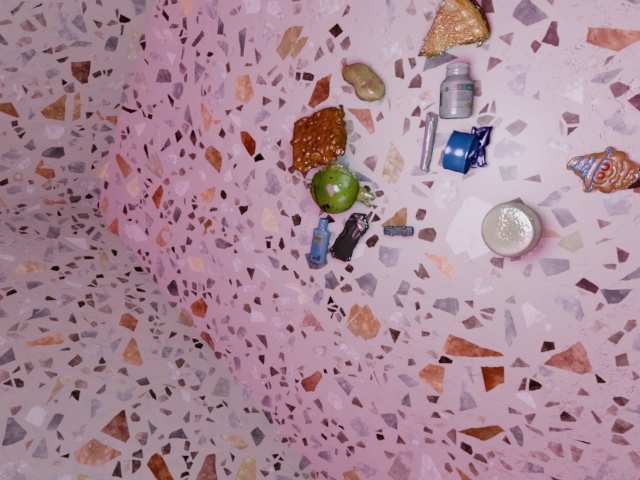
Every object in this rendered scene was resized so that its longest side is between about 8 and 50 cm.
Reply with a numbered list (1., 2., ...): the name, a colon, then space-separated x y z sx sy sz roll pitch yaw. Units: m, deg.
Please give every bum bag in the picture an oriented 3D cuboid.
1. bum bag: 0.160 -0.013 2.129 0.142 0.080 0.326 46 125 23

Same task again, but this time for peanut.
1. peanut: 0.198 -0.746 1.897 0.253 0.122 0.137 54 131 13

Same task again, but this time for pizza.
1. pizza: 0.567 -0.859 1.666 0.251 0.074 0.287 38 119 20

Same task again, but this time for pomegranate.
1. pomegranate: 0.104 -0.245 2.013 0.341 0.260 0.260 18 114 -2

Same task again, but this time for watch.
1. watch: 0.602 -0.379 1.688 0.171 0.200 0.196 13 112 33

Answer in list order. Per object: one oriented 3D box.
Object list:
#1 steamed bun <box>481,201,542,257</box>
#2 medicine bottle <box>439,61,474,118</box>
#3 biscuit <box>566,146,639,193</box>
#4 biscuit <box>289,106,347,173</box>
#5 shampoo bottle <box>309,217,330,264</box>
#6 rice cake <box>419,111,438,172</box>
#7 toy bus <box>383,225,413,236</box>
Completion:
1. steamed bun: 0.799 -0.045 1.676 0.232 0.145 0.231 2 94 43
2. medicine bottle: 0.569 -0.623 1.685 0.135 0.135 0.215 7 106 31
3. biscuit: 1.084 -0.256 1.516 0.280 0.043 0.183 23 116 29
4. biscuit: -0.010 -0.516 2.035 0.312 0.110 0.318 -13 62 32
5. shampoo bottle: 0.000 0.000 2.237 0.104 0.061 0.258 19 111 28
6. rice cake: 0.489 -0.443 1.828 0.049 0.055 0.269 16 112 33
7. toy bus: 0.385 -0.049 1.984 0.153 0.061 0.051 2 104 33
